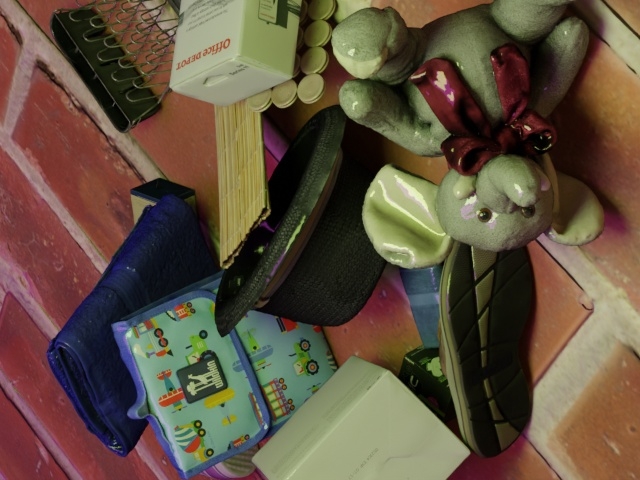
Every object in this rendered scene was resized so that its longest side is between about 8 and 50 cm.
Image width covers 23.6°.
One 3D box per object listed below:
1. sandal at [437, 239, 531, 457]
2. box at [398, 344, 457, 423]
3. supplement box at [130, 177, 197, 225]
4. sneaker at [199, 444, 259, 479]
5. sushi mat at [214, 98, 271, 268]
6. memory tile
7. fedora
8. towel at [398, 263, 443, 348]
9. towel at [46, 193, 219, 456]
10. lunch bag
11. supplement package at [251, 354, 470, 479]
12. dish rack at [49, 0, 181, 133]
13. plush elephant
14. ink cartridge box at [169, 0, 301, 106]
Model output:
[{"bbox_3d":[0.178,0.116,1.792,0.086,0.120,0.303,34,135,52],"label":"sandal"},{"bbox_3d":[0.144,0.178,1.909,0.083,0.052,0.062,39,136,30],"label":"box"},{"bbox_3d":[-0.224,-0.036,2.214,0.083,0.056,0.083,20,124,42],"label":"supplement box"},{"bbox_3d":[-0.211,0.236,2.315,0.161,0.102,0.282,-12,100,54],"label":"sneaker"},{"bbox_3d":[-0.101,-0.135,1.914,0.151,0.019,0.317,132,140,-51],"label":"sushi mat"},{"bbox_3d":[-0.035,-0.225,1.842,0.113,0.012,0.148,-8,64,32],"label":"memory tile"},{"bbox_3d":[0.000,0.000,1.863,0.152,0.334,0.334,26,140,-11],"label":"fedora"},{"bbox_3d":[0.137,0.072,1.878,0.067,0.029,0.120,-6,104,51],"label":"towel"},{"bbox_3d":[-0.249,0.111,2.089,0.076,0.308,0.228,9,136,29],"label":"towel"},{"bbox_3d":[-0.141,0.168,2.037,0.138,0.293,0.221,-17,97,52],"label":"lunch bag"},{"bbox_3d":[0.045,0.266,1.876,0.149,0.194,0.203,46,173,-8],"label":"supplement package"},{"bbox_3d":[-0.257,-0.303,2.092,0.208,0.074,0.271,54,140,13],"label":"dish rack"},{"bbox_3d":[0.167,-0.102,1.571,0.330,0.271,0.255,100,152,-74],"label":"plush elephant"},{"bbox_3d":[-0.097,-0.280,1.829,0.153,0.086,0.209,-15,63,51],"label":"ink cartridge box"}]
